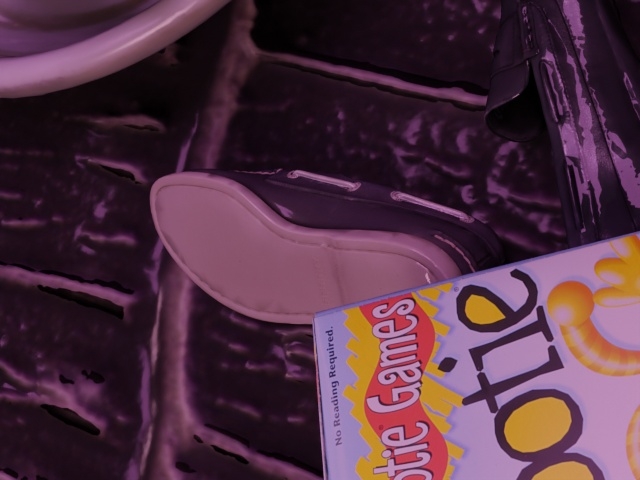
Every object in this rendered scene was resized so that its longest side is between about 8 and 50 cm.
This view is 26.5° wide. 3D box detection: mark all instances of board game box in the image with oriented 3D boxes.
[{"bbox_3d":[0.154,0.081,0.509,0.275,0.144,0.142,-16,62,22],"label":"board game box"}]

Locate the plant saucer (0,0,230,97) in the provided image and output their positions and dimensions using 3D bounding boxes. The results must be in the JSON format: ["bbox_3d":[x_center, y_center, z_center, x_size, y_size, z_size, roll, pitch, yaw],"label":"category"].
[{"bbox_3d":[-0.121,-0.252,0.830,0.400,0.100,0.401,-11,64,23],"label":"plant saucer"}]

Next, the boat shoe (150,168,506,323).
[{"bbox_3d":[0.000,0.000,0.691,0.206,0.075,0.065,15,33,38],"label":"boat shoe"}]

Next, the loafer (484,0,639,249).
[{"bbox_3d":[0.111,-0.079,0.643,0.078,0.076,0.223,-24,63,8],"label":"loafer"}]
